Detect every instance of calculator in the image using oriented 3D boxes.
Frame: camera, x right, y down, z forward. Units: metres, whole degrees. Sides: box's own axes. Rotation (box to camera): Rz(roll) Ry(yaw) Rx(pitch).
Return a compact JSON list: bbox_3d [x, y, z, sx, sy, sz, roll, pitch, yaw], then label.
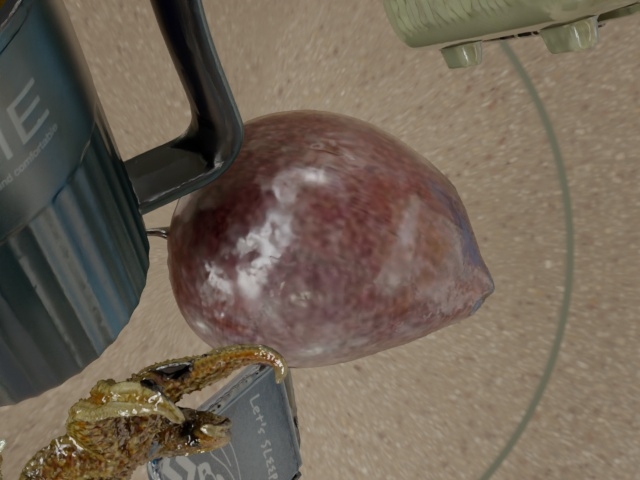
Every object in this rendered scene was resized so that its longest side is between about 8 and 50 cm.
[{"bbox_3d":[-0.090,0.231,1.314,0.028,0.274,0.166,-2,106,27],"label":"calculator"}]

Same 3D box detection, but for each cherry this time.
[{"bbox_3d":[0.000,0.000,1.046,0.300,0.230,0.203,11,116,4],"label":"cherry"}]

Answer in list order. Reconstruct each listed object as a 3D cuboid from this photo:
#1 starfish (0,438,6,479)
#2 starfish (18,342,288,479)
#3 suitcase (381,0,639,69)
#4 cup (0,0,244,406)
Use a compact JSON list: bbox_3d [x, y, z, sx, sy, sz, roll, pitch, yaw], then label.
[{"bbox_3d":[-0.306,0.319,1.182,0.357,0.078,0.347,-6,114,22],"label":"starfish"},{"bbox_3d":[-0.106,0.119,0.753,0.190,0.146,0.074,-44,64,-7],"label":"starfish"},{"bbox_3d":[0.105,-0.282,0.751,0.194,0.351,0.339,-18,99,-11],"label":"suitcase"},{"bbox_3d":[-0.236,-0.074,0.821,0.242,0.292,0.308,24,59,26],"label":"cup"}]
